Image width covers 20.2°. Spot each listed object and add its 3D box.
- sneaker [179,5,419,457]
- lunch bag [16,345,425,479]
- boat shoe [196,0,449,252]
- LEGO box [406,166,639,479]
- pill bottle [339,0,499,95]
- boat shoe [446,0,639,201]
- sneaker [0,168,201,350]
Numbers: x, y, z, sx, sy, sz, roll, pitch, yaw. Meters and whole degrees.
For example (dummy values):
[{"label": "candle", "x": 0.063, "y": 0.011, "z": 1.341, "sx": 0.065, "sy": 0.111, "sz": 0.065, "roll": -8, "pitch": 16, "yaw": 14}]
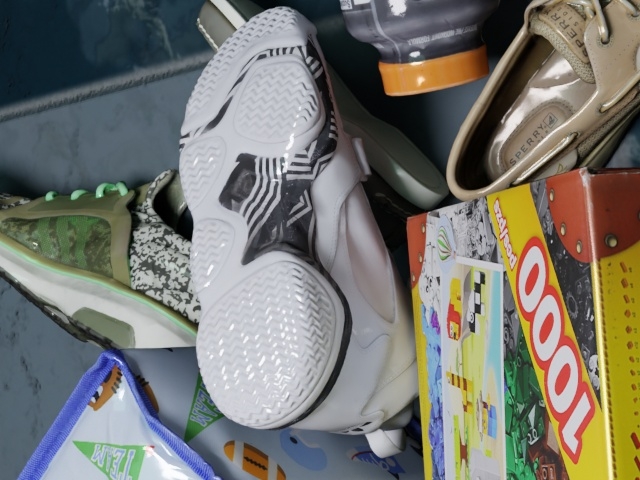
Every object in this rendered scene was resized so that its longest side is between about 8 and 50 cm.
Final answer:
[{"label": "sneaker", "x": 0.000, "y": 0.000, "z": 1.458, "sx": 0.137, "sy": 0.210, "sz": 0.366, "roll": -21, "pitch": 58, "yaw": 31}, {"label": "lunch bag", "x": -0.113, "y": 0.289, "z": 1.519, "sx": 0.385, "sy": 0.328, "sz": 0.239, "roll": -52, "pitch": 59, "yaw": 23}, {"label": "boat shoe", "x": -0.018, "y": -0.109, "z": 1.583, "sx": 0.305, "sy": 0.109, "sz": 0.091, "roll": 47, "pitch": 111, "yaw": 24}, {"label": "LEGO box", "x": 0.216, "y": 0.210, "z": 1.235, "sx": 0.372, "sy": 0.193, "sz": 0.500, "roll": 161, "pitch": 105, "yaw": -75}, {"label": "pill bottle", "x": 0.071, "y": -0.241, "z": 1.429, "sx": 0.130, "sy": 0.130, "sz": 0.245, "roll": -4, "pitch": 103, "yaw": 38}, {"label": "boat shoe", "x": 0.220, "y": -0.159, "z": 1.396, "sx": 0.121, "sy": 0.110, "sz": 0.341, "roll": 44, "pitch": 115, "yaw": 30}, {"label": "sneaker", "x": -0.201, "y": 0.004, "z": 1.739, "sx": 0.410, "sy": 0.158, "sz": 0.182, "roll": 30, "pitch": 76, "yaw": 36}]
